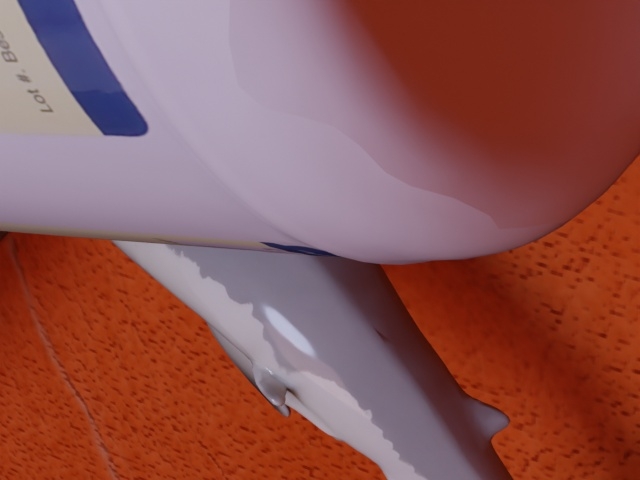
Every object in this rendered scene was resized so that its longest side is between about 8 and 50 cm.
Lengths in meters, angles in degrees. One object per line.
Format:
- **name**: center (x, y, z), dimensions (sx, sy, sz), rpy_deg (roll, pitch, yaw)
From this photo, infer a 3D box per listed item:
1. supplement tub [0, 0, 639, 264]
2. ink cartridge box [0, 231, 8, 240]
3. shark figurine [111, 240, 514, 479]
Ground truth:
- **supplement tub**: center (-0.082, -0.119, 0.454), dimensions (0.324, 0.235, 0.235), rpy_deg (4, 127, 37)
- **ink cartridge box**: center (-0.277, -0.061, 0.752), dimensions (0.289, 0.121, 0.211), rpy_deg (46, 140, -2)
- **shark figurine**: center (0.015, 0.011, 0.601), dimensions (0.278, 0.116, 0.166), rpy_deg (41, 174, 15)
